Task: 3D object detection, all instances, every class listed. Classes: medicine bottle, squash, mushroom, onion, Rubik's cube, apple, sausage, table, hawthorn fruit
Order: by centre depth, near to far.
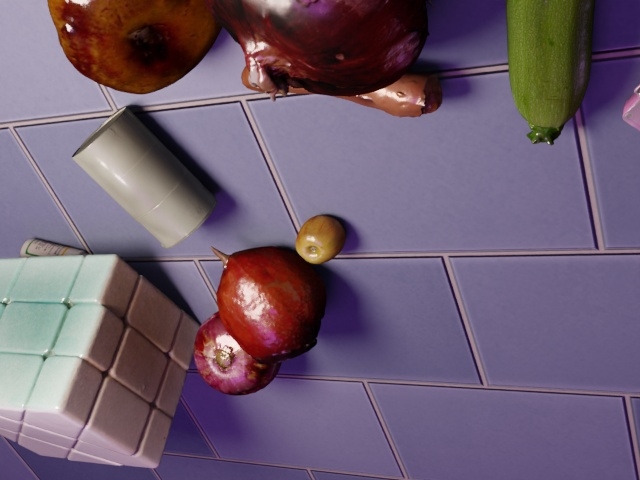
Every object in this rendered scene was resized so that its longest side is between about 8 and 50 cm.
[{"bbox_3d":[0.275,-0.276,1.033,0.107,0.107,0.395,9,135,18],"label":"squash"},{"bbox_3d":[-0.025,-0.287,1.049,0.314,0.232,0.314,35,171,6],"label":"onion"},{"bbox_3d":[-0.249,-0.346,1.171,0.267,0.267,0.254,-20,86,38],"label":"mushroom"},{"bbox_3d":[0.026,-0.226,1.226,0.305,0.078,0.078,14,136,18],"label":"sausage"},{"bbox_3d":[0.000,0.000,1.456,0.084,0.071,0.084,13,136,13],"label":"apple"},{"bbox_3d":[-0.294,-0.104,1.459,0.126,0.126,0.220,-25,117,40],"label":"table"},{"bbox_3d":[-0.102,0.099,1.534,0.251,0.189,0.189,44,136,1],"label":"hawthorn fruit"},{"bbox_3d":[-0.473,0.235,1.685,0.322,0.315,0.318,-3,147,27],"label":"Rubik's cube"},{"bbox_3d":[-0.159,0.215,1.690,0.177,0.153,0.177,18,125,27],"label":"onion"},{"bbox_3d":[-0.495,0.053,1.765,0.221,0.061,0.092,12,160,15],"label":"medicine bottle"}]

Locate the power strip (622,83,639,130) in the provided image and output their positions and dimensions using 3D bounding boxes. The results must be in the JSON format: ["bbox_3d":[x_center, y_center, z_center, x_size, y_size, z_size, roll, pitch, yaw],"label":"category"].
[{"bbox_3d":[0.520,-0.130,1.100,0.279,0.037,0.109,32,137,-5],"label":"power strip"}]
